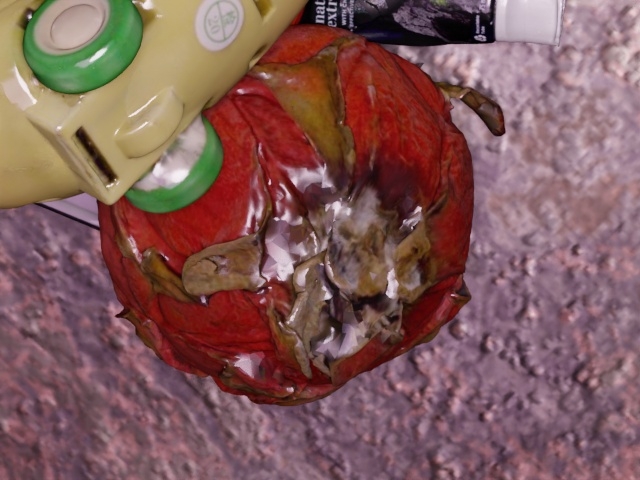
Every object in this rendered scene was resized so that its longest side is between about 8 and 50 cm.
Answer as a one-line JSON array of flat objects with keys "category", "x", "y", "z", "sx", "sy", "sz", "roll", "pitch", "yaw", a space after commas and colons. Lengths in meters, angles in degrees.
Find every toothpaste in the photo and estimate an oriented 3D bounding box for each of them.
[{"category": "toothpaste", "x": 0.041, "y": -0.137, "z": 1.084, "sx": 0.193, "sy": 0.045, "sz": 0.071, "roll": 7, "pitch": 107, "yaw": 9}]

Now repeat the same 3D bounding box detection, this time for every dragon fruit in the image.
[{"category": "dragon fruit", "x": -0.004, "y": 0.002, "z": 1.044, "sx": 0.223, "sy": 0.148, "sz": 0.218, "roll": 11, "pitch": 106, "yaw": -17}]

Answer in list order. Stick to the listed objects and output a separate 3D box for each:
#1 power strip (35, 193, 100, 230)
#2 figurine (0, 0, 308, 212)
[{"category": "power strip", "x": -0.171, "y": -0.083, "z": 1.117, "sx": 0.279, "sy": 0.037, "sz": 0.109, "roll": 22, "pitch": 108, "yaw": -3}, {"category": "figurine", "x": -0.107, "y": -0.147, "z": 1.015, "sx": 0.324, "sy": 0.222, "sz": 0.124, "roll": -49, "pitch": 139, "yaw": -14}]
